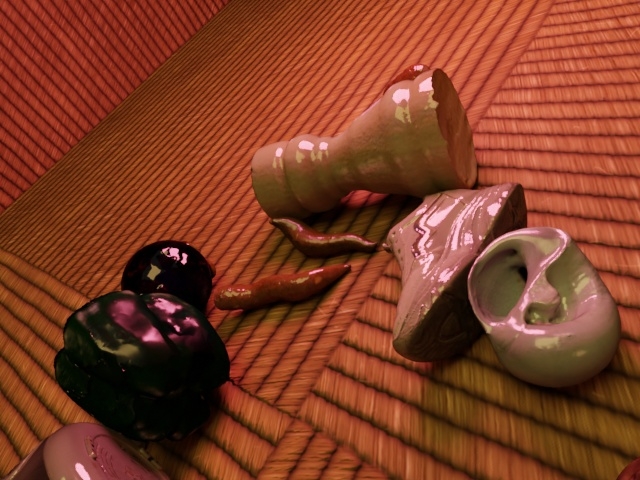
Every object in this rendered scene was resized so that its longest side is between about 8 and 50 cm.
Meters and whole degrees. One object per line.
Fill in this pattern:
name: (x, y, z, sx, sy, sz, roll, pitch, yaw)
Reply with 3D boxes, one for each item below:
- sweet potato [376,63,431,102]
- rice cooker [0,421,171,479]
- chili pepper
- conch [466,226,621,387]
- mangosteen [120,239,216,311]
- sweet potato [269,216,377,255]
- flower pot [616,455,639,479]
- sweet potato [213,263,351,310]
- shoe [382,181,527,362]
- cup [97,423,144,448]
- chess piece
sweet potato: (0.183, -0.313, 1.149, 0.095, 0.106, 0.354, 6, 5, -5)
rice cooker: (-0.343, 0.426, 0.679, 0.277, 0.288, 0.288, -45, 40, -12)
chili pepper: (-0.304, 0.219, 0.884, 0.256, 0.248, 0.233, 29, 106, 30)
conch: (0.291, 0.088, 0.672, 0.184, 0.121, 0.221, 8, 55, 1)
mangosteen: (-0.326, 0.082, 1.107, 0.194, 0.194, 0.230, -23, 15, 15)
sweet potato: (0.001, 0.002, 1.041, 0.249, 0.059, 0.069, 15, 96, 29)
flower pot: (0.390, 0.227, 0.384, 0.267, 0.267, 0.266, -39, 37, -23)
sweet potato: (-0.076, 0.096, 0.995, 0.281, 0.067, 0.059, -12, 81, 19)
shoe: (0.183, 0.039, 0.824, 0.210, 0.132, 0.342, 8, 52, 48)
cup: (-0.379, 0.389, 0.913, 0.099, 0.102, 0.074, -4, 9, 34)
chess piece: (0.072, -0.168, 1.034, 0.442, 0.234, 0.234, -12, 44, 32)
